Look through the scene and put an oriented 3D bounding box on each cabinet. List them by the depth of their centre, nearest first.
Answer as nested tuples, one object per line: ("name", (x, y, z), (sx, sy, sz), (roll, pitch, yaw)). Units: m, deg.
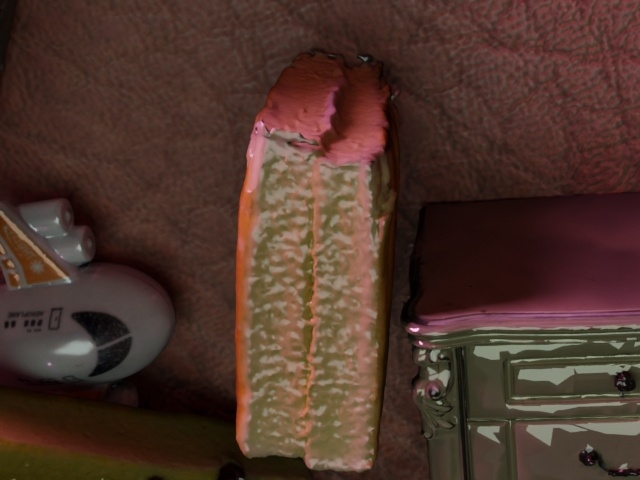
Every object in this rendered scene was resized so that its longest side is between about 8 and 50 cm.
("cabinet", (0.219, 0.151, 1.043), (0.290, 0.227, 0.318), (-3, 111, 8))

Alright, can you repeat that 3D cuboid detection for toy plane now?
("toy plane", (-0.238, 0.080, 1.146), (0.245, 0.117, 0.244), (3, 110, 9))

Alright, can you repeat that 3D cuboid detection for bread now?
("bread", (0.000, 0.000, 1.016), (0.111, 0.239, 0.246), (4, 113, 1))
("bread", (-0.189, 0.197, 1.124), (0.361, 0.077, 0.138), (12, 122, -26))

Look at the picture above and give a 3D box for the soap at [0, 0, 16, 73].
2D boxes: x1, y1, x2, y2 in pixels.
("soap", (-0.311, -0.175, 0.980), (0.156, 0.261, 0.446), (18, 112, -1))
